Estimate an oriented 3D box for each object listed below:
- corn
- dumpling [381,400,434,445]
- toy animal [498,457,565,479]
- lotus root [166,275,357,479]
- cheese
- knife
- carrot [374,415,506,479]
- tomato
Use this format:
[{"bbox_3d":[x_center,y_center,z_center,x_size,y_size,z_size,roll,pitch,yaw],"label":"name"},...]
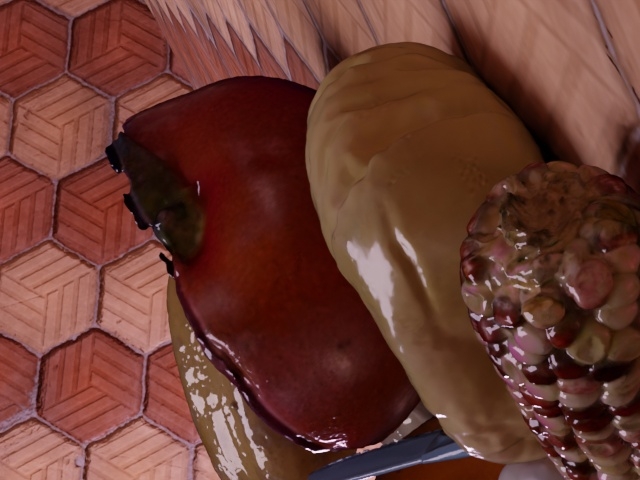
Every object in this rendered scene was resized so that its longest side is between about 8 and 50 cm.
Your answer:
[{"bbox_3d":[0.138,0.081,0.683,0.280,0.092,0.092,62,176,-38],"label":"corn"},{"bbox_3d":[0.088,0.137,1.387,0.199,0.118,0.136,48,-175,10],"label":"dumpling"},{"bbox_3d":[0.160,0.263,0.937,0.367,0.196,0.241,179,91,-89],"label":"toy animal"},{"bbox_3d":[-0.045,0.136,1.425,0.169,0.151,0.343,-24,80,49],"label":"lotus root"},{"bbox_3d":[0.075,0.006,0.811,0.226,0.117,0.214,60,-176,-36],"label":"cheese"},{"bbox_3d":[0.080,0.159,1.155,0.019,0.044,0.313,50,140,-13],"label":"knife"},{"bbox_3d":[0.138,0.235,1.277,0.159,0.159,0.225,60,-178,19],"label":"carrot"},{"bbox_3d":[0.001,-0.006,1.229,0.289,0.176,0.335,30,-152,-54],"label":"tomato"}]
